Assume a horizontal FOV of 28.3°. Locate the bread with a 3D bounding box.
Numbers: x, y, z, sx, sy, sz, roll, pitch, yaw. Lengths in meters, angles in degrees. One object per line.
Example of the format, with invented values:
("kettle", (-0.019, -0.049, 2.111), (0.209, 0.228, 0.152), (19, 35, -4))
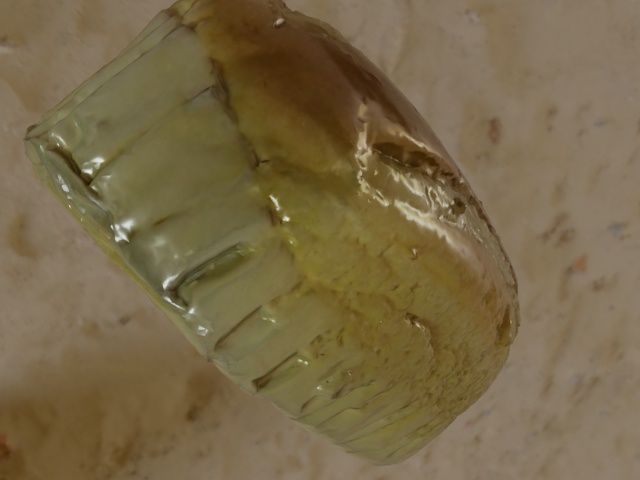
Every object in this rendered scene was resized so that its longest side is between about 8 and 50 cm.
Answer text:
("bread", (0.000, 0.000, 0.466), (0.106, 0.140, 0.236), (-43, 155, 0))
